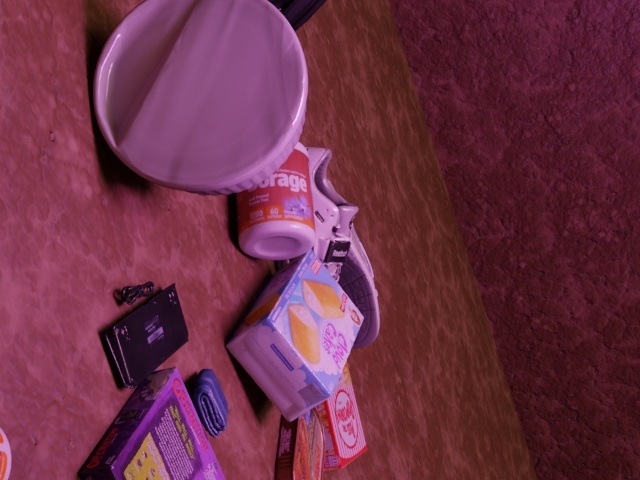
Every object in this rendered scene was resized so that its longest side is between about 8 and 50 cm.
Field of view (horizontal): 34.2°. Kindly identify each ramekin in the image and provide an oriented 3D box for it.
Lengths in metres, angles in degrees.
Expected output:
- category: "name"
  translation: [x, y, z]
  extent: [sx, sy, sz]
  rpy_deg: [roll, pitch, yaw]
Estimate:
- category: "ramekin"
  translation: [-0.141, -0.181, 1.325]
  extent: [0.127, 0.273, 0.272]
  rpy_deg: [52, 28, -75]

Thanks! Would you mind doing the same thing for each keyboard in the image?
- category: "keyboard"
  translation: [-0.213, 0.101, 1.267]
  extent: [0.180, 0.023, 0.108]
  rpy_deg: [-44, 122, -70]

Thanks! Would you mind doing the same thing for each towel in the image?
- category: "towel"
  translation: [-0.142, 0.206, 1.331]
  extent: [0.119, 0.029, 0.067]
  rpy_deg: [-120, -172, -83]

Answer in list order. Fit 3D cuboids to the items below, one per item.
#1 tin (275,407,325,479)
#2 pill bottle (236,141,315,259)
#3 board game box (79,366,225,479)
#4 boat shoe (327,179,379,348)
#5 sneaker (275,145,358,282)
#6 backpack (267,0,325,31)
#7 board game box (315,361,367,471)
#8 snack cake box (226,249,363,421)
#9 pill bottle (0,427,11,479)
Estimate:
- category: "tin"
  translation: [-0.030, 0.338, 1.608]
  extent: [0.106, 0.040, 0.189]
  rpy_deg: [56, 27, -37]
- category: "pill bottle"
  translation: [-0.075, -0.088, 1.647]
  extent: [0.121, 0.121, 0.216]
  rpy_deg: [43, 37, -58]
- category: "board game box"
  translation: [-0.156, 0.349, 1.222]
  extent: [0.208, 0.056, 0.346]
  rpy_deg: [-56, 130, -60]
- category: "boat shoe"
  translation: [0.034, 0.037, 1.887]
  extent: [0.320, 0.118, 0.103]
  rpy_deg: [68, 24, -4]
- category: "sneaker"
  translation: [0.000, 0.000, 1.766]
  extent: [0.122, 0.146, 0.330]
  rpy_deg: [-27, 103, -70]
- category: "backpack"
  translation: [-0.085, -0.414, 1.650]
  extent: [0.191, 0.253, 0.225]
  rpy_deg: [56, 20, 3]
- category: "board game box"
  translation: [0.018, 0.281, 1.769]
  extent: [0.147, 0.045, 0.193]
  rpy_deg: [-5, 82, -71]
- category: "snack cake box"
  translation: [-0.031, 0.139, 1.598]
  extent: [0.152, 0.089, 0.264]
  rpy_deg: [51, 23, -10]
- category: "pill bottle"
  translation: [-0.320, 0.167, 0.810]
  extent: [0.152, 0.086, 0.086]
  rpy_deg: [40, 40, -60]
